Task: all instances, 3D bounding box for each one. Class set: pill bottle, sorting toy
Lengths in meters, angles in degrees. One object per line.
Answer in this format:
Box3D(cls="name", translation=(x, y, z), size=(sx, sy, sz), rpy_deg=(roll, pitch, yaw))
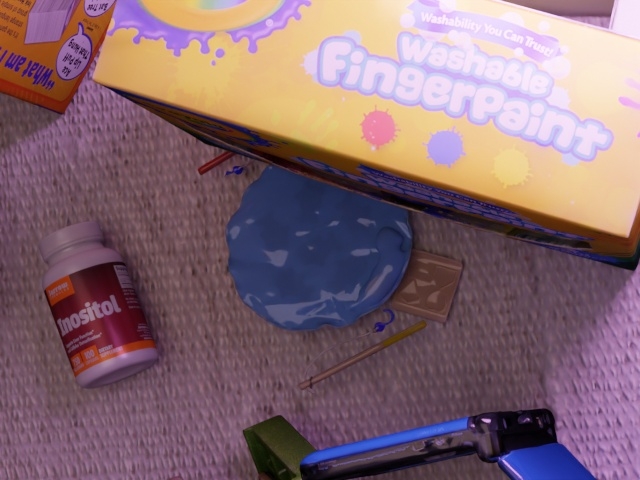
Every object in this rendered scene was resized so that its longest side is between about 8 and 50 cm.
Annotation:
Box3D(cls="pill bottle", translation=(-0.224, 0.063, 1.830), size=(0.086, 0.086, 0.152), rpy_deg=(-25, 79, 13))
Box3D(cls="sorting toy", translation=(0.090, 0.040, 1.779), size=(0.083, 0.012, 0.062), rpy_deg=(16, 87, 17))

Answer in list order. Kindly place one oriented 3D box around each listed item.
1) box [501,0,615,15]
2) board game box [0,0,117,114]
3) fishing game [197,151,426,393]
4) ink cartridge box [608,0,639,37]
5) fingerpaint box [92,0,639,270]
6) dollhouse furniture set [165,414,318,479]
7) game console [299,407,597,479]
Box3D(cls="box", translation=(0.139, -0.328, 1.716), size=(0.345, 0.168, 0.215), rpy_deg=(2, 86, 16))
Box3D(cls="board game box", translation=(-0.372, -0.379, 1.771), size=(0.356, 0.356, 0.356), rpy_deg=(30, 93, 16))
Box3D(cls="fishing game", translation=(0.000, 0.000, 1.795), size=(0.189, 0.041, 0.264), rpy_deg=(-32, 70, 5))
Box3D(cls="ink cartridge box", translation=(0.329, -0.166, 1.642), size=(0.127, 0.175, 0.072), rpy_deg=(12, 88, 17))
Box3D(cls="fingerpaint box", translation=(0.077, -0.116, 1.590), size=(0.444, 0.371, 0.163), rpy_deg=(17, 88, 11))
Box3D(cls="dollhouse furniture set", translation=(-0.054, 0.351, 1.720), size=(0.197, 0.151, 0.302), rpy_deg=(-24, 107, -15))
Box3D(cls="game console", translation=(0.150, 0.238, 1.598), size=(0.250, 0.293, 0.173), rpy_deg=(-15, 81, 15))
